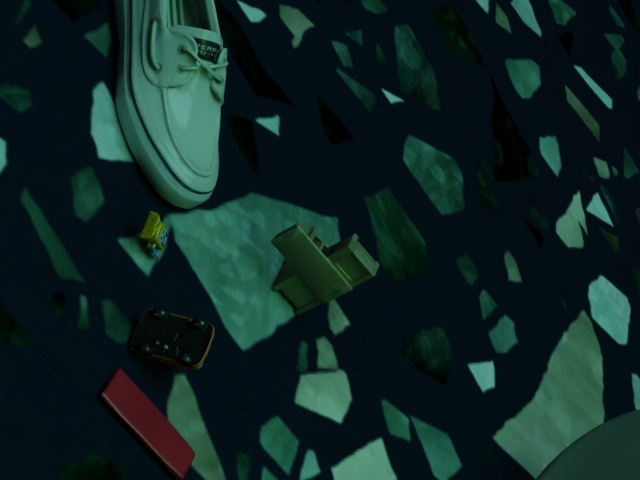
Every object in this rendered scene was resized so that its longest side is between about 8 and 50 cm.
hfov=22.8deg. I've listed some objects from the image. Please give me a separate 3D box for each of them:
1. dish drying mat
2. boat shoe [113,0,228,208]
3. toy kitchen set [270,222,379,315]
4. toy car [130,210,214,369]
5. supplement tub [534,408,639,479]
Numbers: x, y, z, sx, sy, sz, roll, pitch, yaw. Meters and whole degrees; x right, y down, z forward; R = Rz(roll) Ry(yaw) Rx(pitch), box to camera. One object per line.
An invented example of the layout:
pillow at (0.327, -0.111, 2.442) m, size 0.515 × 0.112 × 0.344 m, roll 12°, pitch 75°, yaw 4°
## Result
dish drying mat at (-0.118, 0.126, 1.086) m, size 0.083 × 0.008 × 0.032 m, roll 49°, pitch 36°, yaw -15°
boat shoe at (-0.111, -0.139, 1.220) m, size 0.083 × 0.076 × 0.226 m, roll 8°, pitch 61°, yaw -49°
toy kitchen set at (0.000, 0.000, 1.256) m, size 0.068 × 0.083 × 0.075 m, roll 49°, pitch 37°, yaw -18°
toy car at (-0.099, 0.040, 1.132) m, size 0.040 × 0.060 × 0.122 m, roll 66°, pitch 23°, yaw -59°
supplement tub at (0.330, 0.322, 1.316) m, size 0.331 × 0.241 × 0.241 m, roll 47°, pitch 37°, yaw -19°
